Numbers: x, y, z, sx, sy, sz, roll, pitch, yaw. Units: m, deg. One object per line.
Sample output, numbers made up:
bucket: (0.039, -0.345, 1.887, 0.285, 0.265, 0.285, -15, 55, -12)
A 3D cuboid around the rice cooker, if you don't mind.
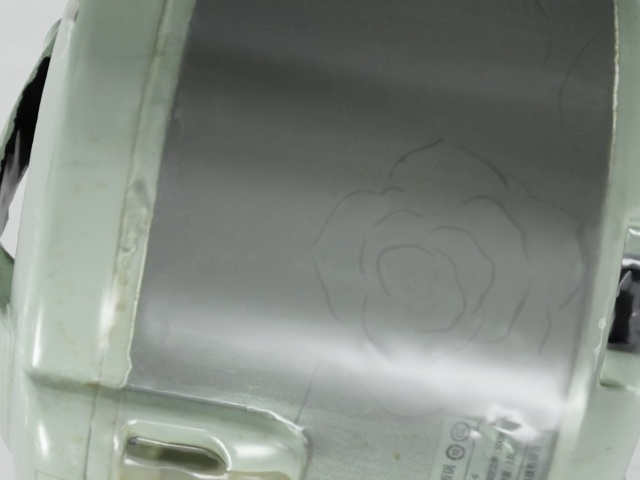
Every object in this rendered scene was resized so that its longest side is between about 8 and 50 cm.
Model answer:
rice cooker: (-0.003, 0.000, 0.751, 0.277, 0.288, 0.288, 9, -177, -3)
